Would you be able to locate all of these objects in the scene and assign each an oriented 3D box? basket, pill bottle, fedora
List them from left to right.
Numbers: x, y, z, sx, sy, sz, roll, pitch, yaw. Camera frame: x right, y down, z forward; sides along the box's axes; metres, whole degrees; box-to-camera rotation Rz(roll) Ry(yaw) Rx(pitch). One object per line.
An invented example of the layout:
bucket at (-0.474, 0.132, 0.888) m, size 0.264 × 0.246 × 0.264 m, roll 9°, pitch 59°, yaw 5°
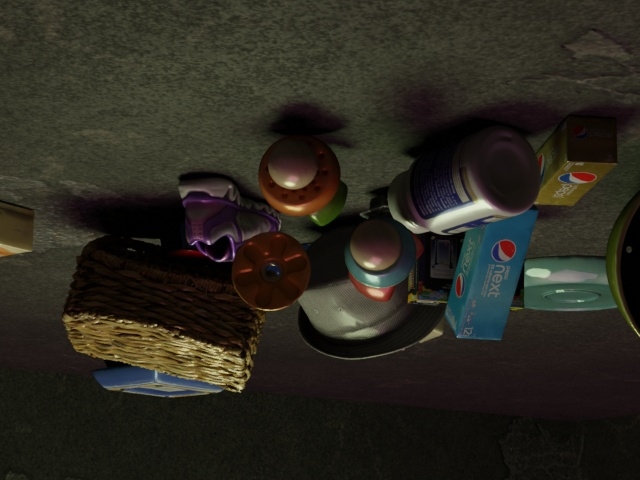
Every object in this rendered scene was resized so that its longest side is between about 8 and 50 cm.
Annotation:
basket at (-0.229, 0.075, 1.922) m, size 0.299 × 0.223 × 0.213 m, roll 14°, pitch 155°, yaw 5°
fedora at (0.061, 0.060, 1.920) m, size 0.275 × 0.243 × 0.124 m, roll 1°, pitch 140°, yaw 42°
pill bottle at (0.171, -0.067, 1.527) m, size 0.112 × 0.112 × 0.187 m, roll 11°, pitch 163°, yaw -32°

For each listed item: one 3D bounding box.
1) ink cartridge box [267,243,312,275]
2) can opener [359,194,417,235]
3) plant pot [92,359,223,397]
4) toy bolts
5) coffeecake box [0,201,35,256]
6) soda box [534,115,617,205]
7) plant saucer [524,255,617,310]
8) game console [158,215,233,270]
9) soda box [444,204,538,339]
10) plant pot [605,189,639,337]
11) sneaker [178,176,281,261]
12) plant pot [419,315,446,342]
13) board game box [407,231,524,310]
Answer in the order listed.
ink cartridge box at (0.004, 0.054, 2.156) m, size 0.097 × 0.046 × 0.207 m, roll -10°, pitch 162°, yaw 34°
can opener at (0.162, -0.043, 1.687) m, size 0.074 × 0.093 × 0.280 m, roll 15°, pitch 156°, yaw -38°
plant pot at (-0.300, 0.190, 2.398) m, size 0.236 × 0.212 × 0.236 m, roll -11°, pitch 162°, yaw 43°
toy bolts at (0.000, 0.000, 1.498) m, size 0.228 × 0.218 × 0.158 m, roll 29°, pitch 175°, yaw 12°
coffeecake box at (-0.557, -0.017, 1.905) m, size 0.185 × 0.068 × 0.142 m, roll -9°, pitch 163°, yaw 38°
soda box at (0.306, -0.094, 1.510) m, size 0.061 × 0.058 × 0.181 m, roll 3°, pitch 166°, yaw -5°
plant saucer at (0.453, 0.084, 2.231) m, size 0.317 × 0.043 × 0.317 m, roll 2°, pitch 166°, yaw 1°
game console at (-0.163, -0.001, 1.887) m, size 0.144 × 0.124 × 0.085 m, roll 10°, pitch 138°, yaw -27°
soda box at (0.238, 0.034, 1.735) m, size 0.071 × 0.210 × 0.067 m, roll 5°, pitch -154°, yaw -15°
plant pot at (0.489, 0.025, 1.636) m, size 0.275 × 0.275 × 0.293 m, roll 2°, pitch -178°, yaw -1°
sneaker at (-0.133, -0.014, 1.791) m, size 0.095 × 0.104 × 0.236 m, roll -6°, pitch 165°, yaw 22°
plant pot at (0.174, 0.118, 2.285) m, size 0.096 × 0.109 × 0.109 m, roll 18°, pitch 162°, yaw -14°
board game box at (0.217, 0.029, 1.834) m, size 0.170 × 0.141 × 0.048 m, roll 6°, pitch 168°, yaw -14°
